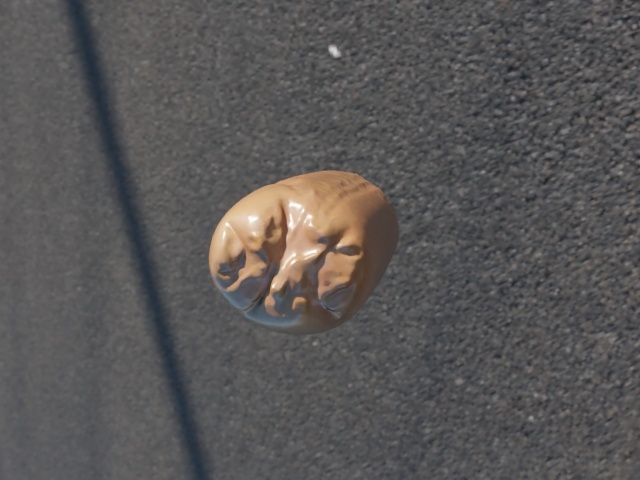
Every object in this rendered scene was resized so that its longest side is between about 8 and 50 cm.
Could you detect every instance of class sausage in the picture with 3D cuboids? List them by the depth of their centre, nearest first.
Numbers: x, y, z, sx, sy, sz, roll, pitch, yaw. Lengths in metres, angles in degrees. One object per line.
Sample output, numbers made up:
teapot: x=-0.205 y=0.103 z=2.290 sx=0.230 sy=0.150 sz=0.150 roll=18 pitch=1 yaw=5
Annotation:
sausage: x=0.001 y=0.000 z=0.593 sx=0.289 sy=0.086 sz=0.086 roll=-31 pitch=-78 yaw=-82
